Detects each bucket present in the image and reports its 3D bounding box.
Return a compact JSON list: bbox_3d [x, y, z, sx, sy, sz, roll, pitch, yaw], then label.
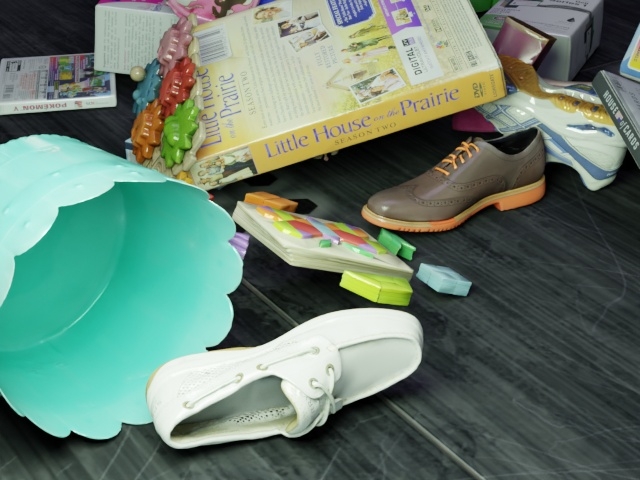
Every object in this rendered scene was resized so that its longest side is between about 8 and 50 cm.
[{"bbox_3d":[-0.236,0.038,1.251,0.281,0.281,0.183,-23,35,-35],"label":"bucket"}]

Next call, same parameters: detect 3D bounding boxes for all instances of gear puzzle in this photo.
[{"bbox_3d":[-0.204,-0.131,1.634,0.044,0.175,0.339,18,43,-27],"label":"gear puzzle"}]

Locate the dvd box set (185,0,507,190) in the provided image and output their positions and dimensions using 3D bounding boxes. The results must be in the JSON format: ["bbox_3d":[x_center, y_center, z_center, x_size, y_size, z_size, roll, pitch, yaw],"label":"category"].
[{"bbox_3d":[0.006,-0.234,1.728,0.420,0.062,0.308,-18,42,1],"label":"dvd box set"}]

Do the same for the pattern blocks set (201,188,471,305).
[{"bbox_3d":[0.000,0.000,1.425,0.324,0.026,0.285,6,19,-45],"label":"pattern blocks set"}]

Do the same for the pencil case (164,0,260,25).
[{"bbox_3d":[-0.173,-0.482,2.011,0.167,0.160,0.386,-20,39,10],"label":"pencil case"}]

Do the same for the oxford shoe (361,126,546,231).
[{"bbox_3d":[0.168,-0.082,1.624,0.271,0.098,0.097,-17,33,-30],"label":"oxford shoe"}]

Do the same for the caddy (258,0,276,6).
[{"bbox_3d":[0.056,-0.318,1.975,0.341,0.179,0.241,-21,41,-3],"label":"caddy"}]

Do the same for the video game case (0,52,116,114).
[{"bbox_3d":[-0.414,-0.249,2.030,0.183,0.023,0.201,-5,28,-7],"label":"video game case"}]

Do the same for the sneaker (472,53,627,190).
[{"bbox_3d":[0.268,-0.159,1.725,0.296,0.131,0.112,27,38,30],"label":"sneaker"}]

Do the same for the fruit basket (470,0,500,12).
[{"bbox_3d":[0.277,-0.616,2.335,0.391,0.392,0.283,-9,29,-15],"label":"fruit basket"}]

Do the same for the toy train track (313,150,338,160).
[{"bbox_3d":[-0.015,-0.121,1.796,0.083,0.014,0.048,1,35,16],"label":"toy train track"}]

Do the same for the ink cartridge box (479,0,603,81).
[{"bbox_3d":[0.354,-0.333,2.092,0.160,0.093,0.219,12,31,21],"label":"ink cartridge box"}]

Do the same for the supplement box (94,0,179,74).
[{"bbox_3d":[-0.239,-0.324,2.047,0.220,0.114,0.111,6,28,1],"label":"supplement box"}]

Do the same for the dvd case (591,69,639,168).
[{"bbox_3d":[0.462,-0.118,1.613,0.238,0.030,0.179,15,37,-28],"label":"dvd case"}]

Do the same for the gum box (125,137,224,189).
[{"bbox_3d":[-0.153,-0.139,1.801,0.156,0.041,0.184,15,33,27],"label":"gum box"}]

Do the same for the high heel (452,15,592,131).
[{"bbox_3d":[0.369,-0.148,1.800,0.377,0.181,0.127,36,21,22],"label":"high heel"}]

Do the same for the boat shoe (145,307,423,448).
[{"bbox_3d":[-0.024,0.144,1.228,0.277,0.098,0.096,-16,31,-8],"label":"boat shoe"}]

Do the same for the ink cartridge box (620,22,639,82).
[{"bbox_3d":[0.631,-0.195,1.663,0.395,0.151,0.270,31,14,37],"label":"ink cartridge box"}]
